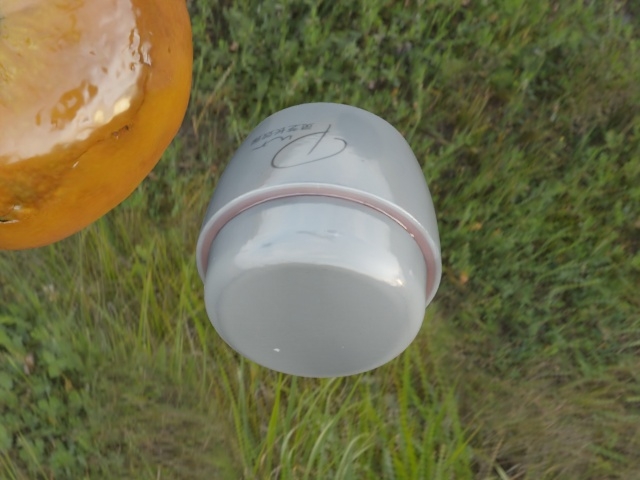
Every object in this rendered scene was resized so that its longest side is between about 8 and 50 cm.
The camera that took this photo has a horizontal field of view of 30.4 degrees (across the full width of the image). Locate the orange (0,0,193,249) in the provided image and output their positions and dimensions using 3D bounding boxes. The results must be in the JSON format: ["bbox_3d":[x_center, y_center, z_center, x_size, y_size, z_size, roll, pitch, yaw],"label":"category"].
[{"bbox_3d":[-0.230,-0.135,0.827,0.283,0.226,0.284,-1,96,-9],"label":"orange"}]

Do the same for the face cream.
[{"bbox_3d":[0.000,0.000,0.571,0.117,0.117,0.104,9,49,-5],"label":"face cream"}]
